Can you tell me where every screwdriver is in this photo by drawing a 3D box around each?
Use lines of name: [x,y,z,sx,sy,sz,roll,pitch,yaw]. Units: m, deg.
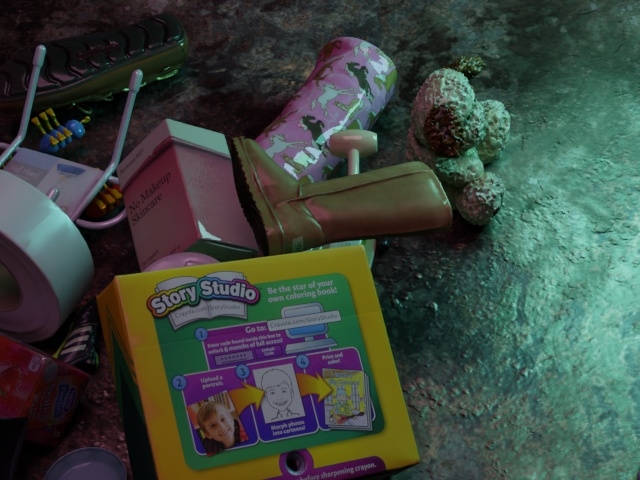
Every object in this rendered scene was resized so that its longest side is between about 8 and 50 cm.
screwdriver: [0.117,-0.039,2.080,0.024,0.025,0.170,4,37,12]

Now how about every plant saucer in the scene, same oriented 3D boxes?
plant saucer: [-0.327,0.343,1.743,0.119,0.021,0.119,-3,44,3]

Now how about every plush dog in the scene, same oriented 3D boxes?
plush dog: [0.206,-0.181,2.053,0.211,0.225,0.262,5,46,9]

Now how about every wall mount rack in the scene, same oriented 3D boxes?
wall mount rack: [-0.449,-0.163,2.091,0.350,0.130,0.304,17,57,21]

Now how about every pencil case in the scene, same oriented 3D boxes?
pencil case: [-0.013,-0.192,2.148,0.167,0.160,0.386,30,54,10]

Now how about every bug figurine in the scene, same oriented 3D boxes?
bug figurine: [-0.453,-0.105,2.176,0.216,0.072,0.279,-31,54,-14]

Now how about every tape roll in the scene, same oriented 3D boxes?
tape roll: [-0.490,0.024,1.902,0.286,0.286,0.100,14,48,20]

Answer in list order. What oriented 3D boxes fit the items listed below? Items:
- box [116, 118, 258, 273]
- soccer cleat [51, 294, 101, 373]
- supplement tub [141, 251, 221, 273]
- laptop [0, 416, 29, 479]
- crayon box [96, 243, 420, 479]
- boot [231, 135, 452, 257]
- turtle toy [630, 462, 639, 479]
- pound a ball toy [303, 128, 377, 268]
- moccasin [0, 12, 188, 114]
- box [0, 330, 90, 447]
box: [-0.213,-0.049,1.969,0.127,0.149,0.232,13,48,-44]
soccer cleat: [-0.362,0.161,1.912,0.072,0.060,0.179,20,57,13]
supplement tub: [-0.186,0.131,1.812,0.144,0.199,0.144,-4,45,4]
laptop: [-0.570,0.453,1.585,0.382,0.236,0.407,-5,88,3]
crayon box: [-0.082,0.183,1.645,0.363,0.106,0.313,-7,72,-26]
boot: [0.023,-0.076,1.804,0.270,0.089,0.236,-12,54,-15]
turtle toy: [0.447,0.322,1.632,0.095,0.066,0.130,23,52,27]
pound a ball toy: [0.000,0.000,1.914,0.136,0.208,0.319,6,47,11]
moccasin: [-0.431,-0.315,2.351,0.380,0.147,0.139,-26,62,-23]
box: [-0.484,0.192,1.815,0.257,0.128,0.122,21,82,25]
